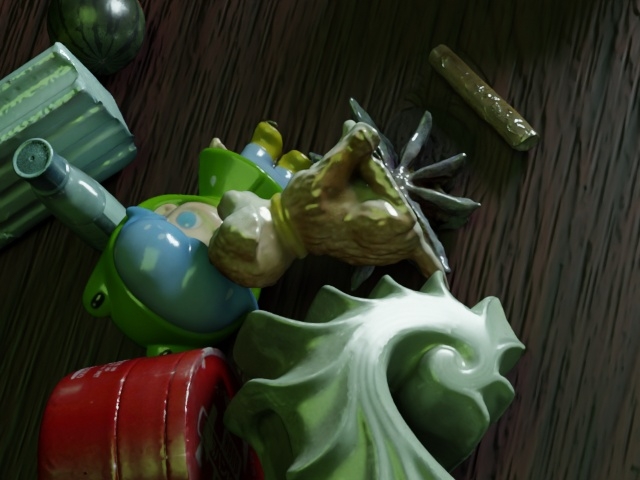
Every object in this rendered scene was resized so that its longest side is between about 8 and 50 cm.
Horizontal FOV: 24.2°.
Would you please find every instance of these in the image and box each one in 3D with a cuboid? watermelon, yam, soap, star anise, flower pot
[{"bbox_3d":[-0.244,-0.243,1.608,0.105,0.105,0.133,-19,65,11],"label":"watermelon"},{"bbox_3d":[0.160,-0.140,1.478,0.032,0.032,0.145,-41,63,0],"label":"yam"},{"bbox_3d":[-0.331,-0.081,1.553,0.261,0.150,0.094,-32,58,4],"label":"soap"},{"bbox_3d":[0.062,-0.038,1.452,0.180,0.061,0.204,-41,68,-14],"label":"star anise"},{"bbox_3d":[0.074,0.214,1.266,0.254,0.164,0.368,-9,67,-20],"label":"flower pot"}]

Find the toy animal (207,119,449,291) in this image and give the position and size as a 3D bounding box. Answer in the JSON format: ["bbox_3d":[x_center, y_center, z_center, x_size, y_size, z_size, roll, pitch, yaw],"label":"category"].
[{"bbox_3d":[0.002,0.011,1.361,0.185,0.104,0.184,-31,93,-8],"label":"toy animal"}]

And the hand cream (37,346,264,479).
[{"bbox_3d":[-0.147,0.213,1.340,0.149,0.230,0.230,-8,68,15],"label":"hand cream"}]

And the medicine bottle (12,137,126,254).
[{"bbox_3d":[-0.238,-0.039,1.471,0.090,0.208,0.054,36,82,26],"label":"medicine bottle"}]

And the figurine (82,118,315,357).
[{"bbox_3d":[-0.108,0.002,1.457,0.162,0.143,0.263,42,66,-6],"label":"figurine"}]
